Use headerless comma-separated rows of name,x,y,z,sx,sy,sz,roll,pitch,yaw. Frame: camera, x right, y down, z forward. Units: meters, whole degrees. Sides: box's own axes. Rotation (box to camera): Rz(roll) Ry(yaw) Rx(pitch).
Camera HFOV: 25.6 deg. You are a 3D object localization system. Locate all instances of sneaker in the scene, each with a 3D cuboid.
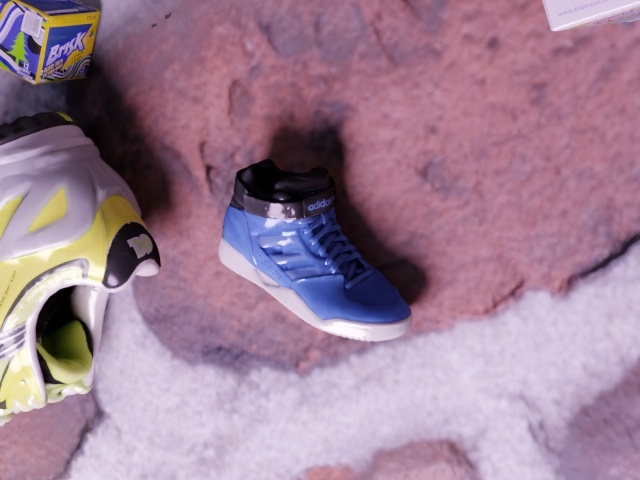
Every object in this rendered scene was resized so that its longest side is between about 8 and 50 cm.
sneaker,-0.258,0.089,1.047,0.147,0.145,0.385,45,122,17
sneaker,-0.001,0.000,0.911,0.152,0.058,0.085,30,124,32

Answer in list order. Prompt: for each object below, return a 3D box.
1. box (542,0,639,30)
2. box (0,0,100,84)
box,0.211,-0.182,0.702,0.203,0.114,0.103,-14,92,35
box,-0.245,-0.171,1.032,0.169,0.059,0.054,28,115,25
